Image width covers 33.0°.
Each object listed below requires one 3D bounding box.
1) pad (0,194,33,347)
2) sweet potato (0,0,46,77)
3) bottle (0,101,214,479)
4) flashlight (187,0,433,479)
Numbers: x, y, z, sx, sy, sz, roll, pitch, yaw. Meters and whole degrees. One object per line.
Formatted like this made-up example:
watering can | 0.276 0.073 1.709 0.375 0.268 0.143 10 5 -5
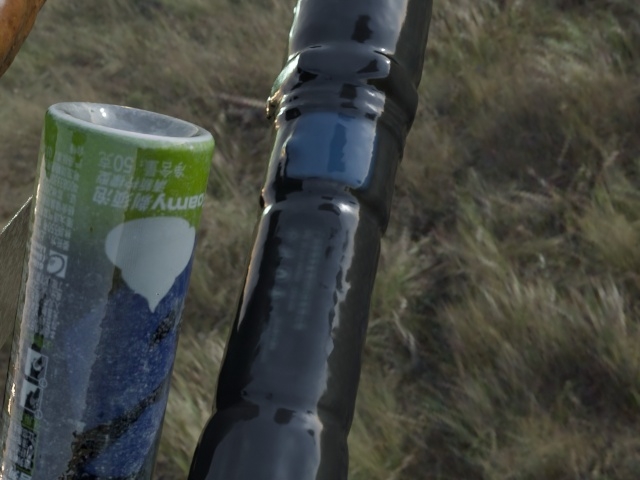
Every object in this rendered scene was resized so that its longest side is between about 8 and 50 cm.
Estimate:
pad | -0.237 0.042 0.800 0.235 0.003 0.158 -95 24 -71
sweet potato | -0.223 -0.134 0.646 0.097 0.097 0.252 -15 42 22
bottle | -0.134 0.092 0.615 0.093 0.330 0.093 11 14 -3
flashlight | 0.000 0.000 0.658 0.103 0.103 0.424 -7 57 30
